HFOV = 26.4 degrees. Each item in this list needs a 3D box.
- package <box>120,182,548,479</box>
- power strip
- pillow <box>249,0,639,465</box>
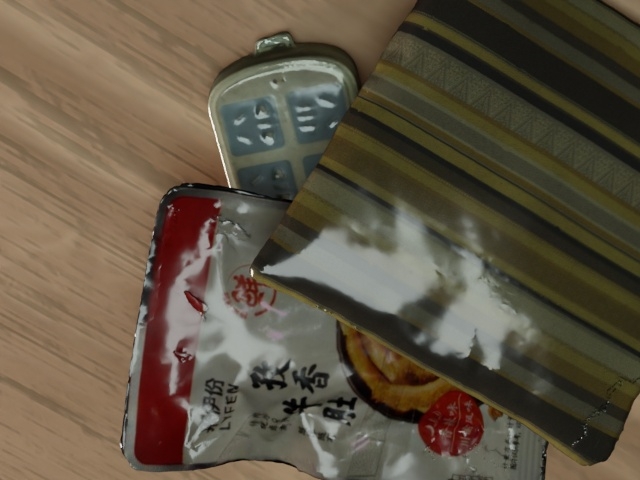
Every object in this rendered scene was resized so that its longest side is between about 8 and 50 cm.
[{"bbox_3d":[0.021,0.059,0.717,0.239,0.030,0.154,9,98,-14],"label":"package"},{"bbox_3d":[0.000,0.000,0.734,0.080,0.029,0.227,-12,113,6],"label":"power strip"},{"bbox_3d":[0.105,-0.024,0.684,0.208,0.052,0.212,30,88,-10],"label":"pillow"}]
